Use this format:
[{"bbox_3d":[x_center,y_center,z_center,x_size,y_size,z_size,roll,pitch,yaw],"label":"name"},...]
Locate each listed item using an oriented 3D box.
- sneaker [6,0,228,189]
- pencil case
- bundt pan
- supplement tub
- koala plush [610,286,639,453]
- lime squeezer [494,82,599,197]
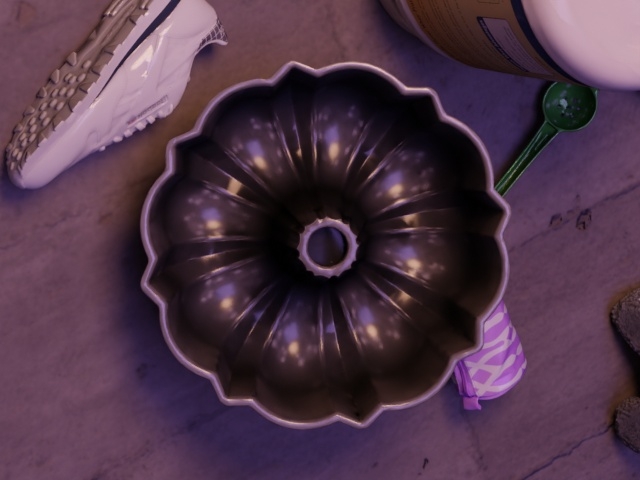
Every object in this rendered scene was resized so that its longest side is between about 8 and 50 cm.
[{"bbox_3d":[-0.176,-0.126,1.215,0.235,0.090,0.095,-49,127,-7],"label":"sneaker"},{"bbox_3d":[0.138,0.065,1.409,0.088,0.086,0.206,-51,121,-41],"label":"pencil case"},{"bbox_3d":[0.000,0.000,1.269,0.331,0.124,0.331,-1,96,-6],"label":"bundt pan"},{"bbox_3d":[0.197,-0.258,1.236,0.228,0.316,0.228,-6,104,-26],"label":"supplement tub"},{"bbox_3d":[0.469,0.142,1.550,0.221,0.203,0.196,-14,108,-36],"label":"koala plush"},{"bbox_3d":[0.260,-0.159,1.400,0.110,0.059,0.310,-17,150,-50],"label":"lime squeezer"}]
